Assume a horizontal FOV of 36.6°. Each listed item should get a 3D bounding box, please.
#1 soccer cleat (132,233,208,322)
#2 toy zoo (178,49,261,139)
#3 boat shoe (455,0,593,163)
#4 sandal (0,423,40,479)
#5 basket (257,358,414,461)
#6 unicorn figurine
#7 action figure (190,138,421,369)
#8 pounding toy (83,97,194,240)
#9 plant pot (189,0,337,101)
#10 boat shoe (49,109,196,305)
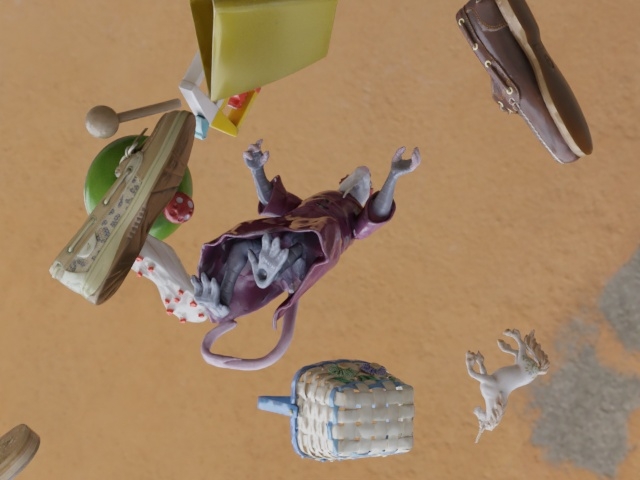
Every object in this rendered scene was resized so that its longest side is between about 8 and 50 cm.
[{"bbox_3d":[-0.228,0.052,1.471,0.068,0.076,0.196,-17,132,25],"label":"soccer cleat"},{"bbox_3d":[-0.146,-0.304,1.649,0.030,0.293,0.192,23,172,23],"label":"toy zoo"},{"bbox_3d":[0.213,-0.169,1.017,0.073,0.073,0.207,-11,-105,-56],"label":"boat shoe"},{"bbox_3d":[-0.418,0.272,1.037,0.079,0.240,0.088,49,175,-25],"label":"sandal"},{"bbox_3d":[0.044,0.338,1.936,0.254,0.201,0.289,3,173,-32],"label":"basket"},{"bbox_3d":[0.258,0.200,1.394,0.111,0.162,0.060,60,-171,22],"label":"unicorn figurine"},{"bbox_3d":[0.000,0.000,1.383,0.248,0.276,0.370,9,-156,26],"label":"action figure"},{"bbox_3d":[-0.271,-0.099,1.527,0.183,0.237,0.110,-11,-164,-31],"label":"pounding toy"},{"bbox_3d":[-0.086,-0.356,1.419,0.187,0.212,0.212,-8,153,-13],"label":"plant pot"},{"bbox_3d":[-0.259,-0.056,1.278,0.089,0.285,0.104,29,177,8],"label":"boat shoe"}]
